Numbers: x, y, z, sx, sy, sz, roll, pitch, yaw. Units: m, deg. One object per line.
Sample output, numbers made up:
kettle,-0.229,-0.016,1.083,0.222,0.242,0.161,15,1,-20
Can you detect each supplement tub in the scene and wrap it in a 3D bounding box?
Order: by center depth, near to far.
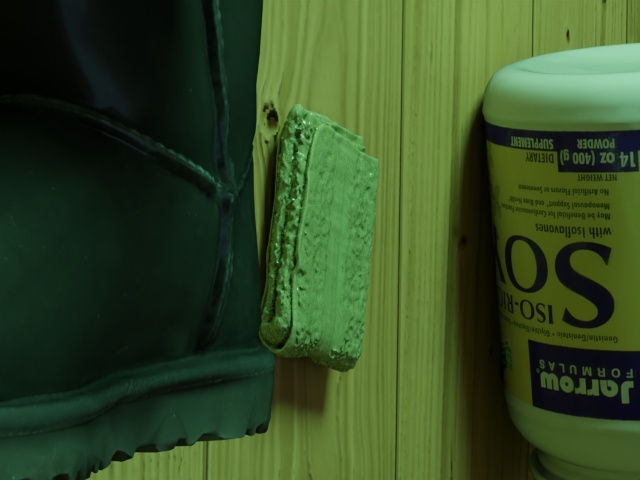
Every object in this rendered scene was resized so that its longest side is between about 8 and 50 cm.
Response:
supplement tub,0.247,0.029,1.291,0.241,0.241,0.331,-25,112,-61

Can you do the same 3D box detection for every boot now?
boot,-0.121,-0.142,0.661,0.367,0.146,0.445,1,92,-71

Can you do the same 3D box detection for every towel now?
towel,0.000,0.000,1.037,0.110,0.027,0.148,23,69,-62
